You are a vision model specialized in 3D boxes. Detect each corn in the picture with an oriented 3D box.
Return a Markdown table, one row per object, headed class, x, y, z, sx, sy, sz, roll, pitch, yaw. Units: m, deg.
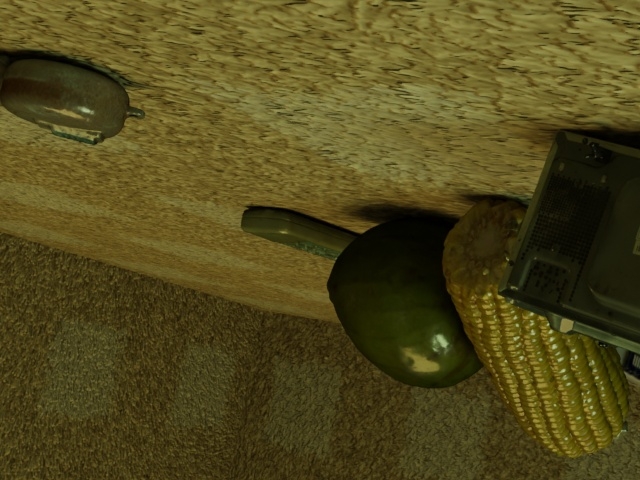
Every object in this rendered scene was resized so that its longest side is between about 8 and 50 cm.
| class | x | y | z | sx | sy | sz | roll | pitch | yaw |
| --- | --- | --- | --- | --- | --- | --- | --- | --- | --- |
| corn | 0.232 | 0.106 | 1.262 | 0.144 | 0.144 | 0.387 | 6 | 148 | 38 |

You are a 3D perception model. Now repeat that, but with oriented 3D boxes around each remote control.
| class | x | y | z | sx | sy | sz | roll | pitch | yaw |
| --- | --- | --- | --- | --- | --- | --- | --- | --- | --- |
| remote control | 0.000 | 0.000 | 1.621 | 0.098 | 0.038 | 0.233 | 5 | 171 | 46 |

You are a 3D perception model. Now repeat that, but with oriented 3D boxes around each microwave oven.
| class | x | y | z | sx | sy | sz | roll | pitch | yaw |
| --- | --- | --- | --- | --- | --- | --- | --- | --- | --- |
| microwave oven | 0.277 | 0.030 | 0.839 | 0.241 | 0.145 | 0.194 | 21 | -177 | 38 |

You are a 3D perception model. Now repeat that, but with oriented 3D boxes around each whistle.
| class | x | y | z | sx | sy | sz | roll | pitch | yaw |
| --- | --- | --- | --- | --- | --- | --- | --- | --- | --- |
| whistle | -0.256 | -0.126 | 0.992 | 0.220 | 0.057 | 0.107 | 14 | 173 | -3 |

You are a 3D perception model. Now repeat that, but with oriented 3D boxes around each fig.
| class | x | y | z | sx | sy | sz | roll | pitch | yaw |
| --- | --- | --- | --- | --- | --- | --- | --- | --- | --- |
| fig | 0.102 | 0.075 | 1.394 | 0.225 | 0.202 | 0.203 | -4 | 164 | 41 |

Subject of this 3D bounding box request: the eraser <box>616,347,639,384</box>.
| class | x | y | z | sx | sy | sz | roll | pitch | yaw |
| --- | --- | --- | --- | --- | --- | --- | --- | --- | --- |
| eraser | 0.396 | 0.117 | 1.522 | 0.086 | 0.130 | 0.287 | 11 | 174 | 27 |
